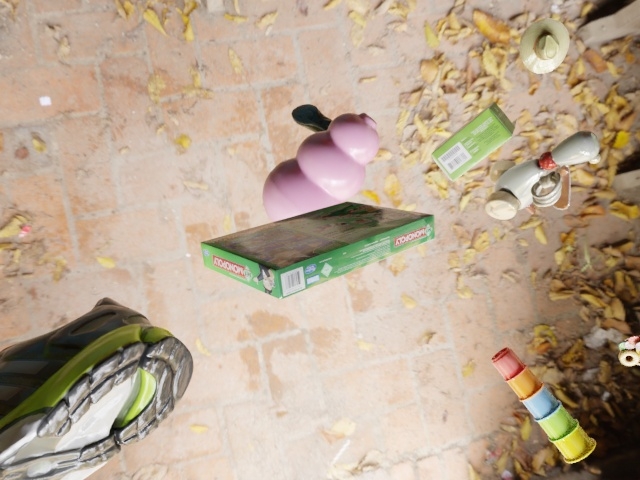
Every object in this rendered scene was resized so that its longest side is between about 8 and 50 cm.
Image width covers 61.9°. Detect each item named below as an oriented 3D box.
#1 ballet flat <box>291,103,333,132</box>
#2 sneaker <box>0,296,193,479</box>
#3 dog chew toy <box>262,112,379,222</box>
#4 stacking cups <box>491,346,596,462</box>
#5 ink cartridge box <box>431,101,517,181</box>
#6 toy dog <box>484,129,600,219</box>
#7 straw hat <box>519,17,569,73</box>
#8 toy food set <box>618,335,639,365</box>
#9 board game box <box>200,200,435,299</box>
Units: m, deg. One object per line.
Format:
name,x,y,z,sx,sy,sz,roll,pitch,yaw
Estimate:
ballet flat,0.000,-0.352,1.621,0.084,0.058,0.249,-46,50,-13
sneaker,-0.250,0.158,0.424,0.299,0.121,0.111,-34,128,-22
dog chew toy,0.011,-0.163,1.273,0.206,0.207,0.332,39,107,-5
stacking cups,0.581,0.423,1.413,0.096,0.096,0.316,-35,78,-9
ink cartridge box,0.420,-0.281,1.442,0.188,0.255,0.097,-39,93,31
toy dog,0.570,-0.144,1.357,0.160,0.333,0.220,30,81,-17
straw hat,0.620,-0.528,1.456,0.144,0.061,0.145,2,113,5
toy food set,0.698,0.242,1.165,0.083,0.020,0.083,3,120,28
board game box,0.000,0.000,0.857,0.317,0.213,0.046,-18,110,-36
